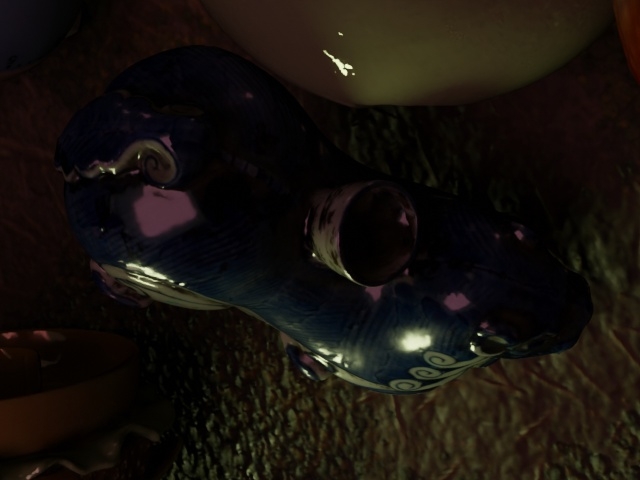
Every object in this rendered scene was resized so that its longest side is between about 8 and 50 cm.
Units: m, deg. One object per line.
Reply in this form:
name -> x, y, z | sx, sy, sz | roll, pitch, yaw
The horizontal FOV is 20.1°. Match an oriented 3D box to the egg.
egg -> 0.044, -0.174, 0.917 | 0.269, 0.219, 0.219 | -2, 105, 37

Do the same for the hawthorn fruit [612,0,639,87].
hawthorn fruit -> 0.281, -0.163, 0.735 | 0.284, 0.284, 0.369 | 26, 111, 25

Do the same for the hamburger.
hamburger -> -0.223, 0.183, 1.200 | 0.274, 0.274, 0.212 | 2, 100, 35

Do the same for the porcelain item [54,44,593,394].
porcelain item -> 0.000, 0.000, 0.986 | 0.186, 0.288, 0.138 | 2, 66, 58

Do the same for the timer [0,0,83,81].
timer -> -0.233, -0.154, 1.184 | 0.175, 0.175, 0.255 | 45, 154, 13
